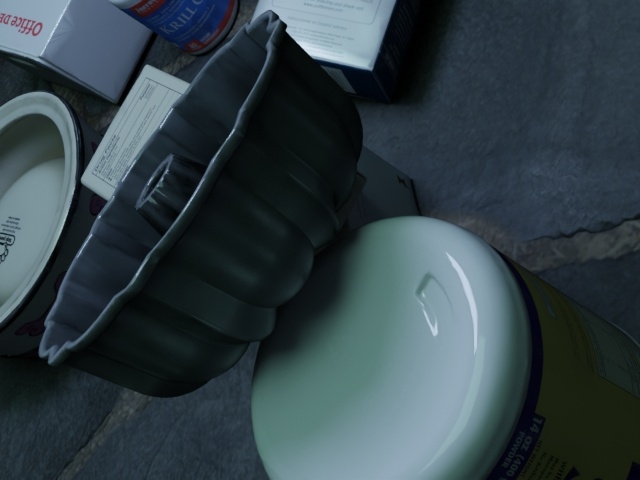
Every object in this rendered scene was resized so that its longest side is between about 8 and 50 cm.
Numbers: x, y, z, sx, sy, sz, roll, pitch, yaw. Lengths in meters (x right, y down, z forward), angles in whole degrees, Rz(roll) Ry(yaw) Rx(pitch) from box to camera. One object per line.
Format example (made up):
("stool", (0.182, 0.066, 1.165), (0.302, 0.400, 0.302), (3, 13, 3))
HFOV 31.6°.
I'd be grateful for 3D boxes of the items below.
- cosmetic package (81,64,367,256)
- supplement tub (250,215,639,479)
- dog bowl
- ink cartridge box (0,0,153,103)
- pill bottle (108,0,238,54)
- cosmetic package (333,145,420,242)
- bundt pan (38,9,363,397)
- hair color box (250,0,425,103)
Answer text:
("cosmetic package", (-0.112, -0.063, 1.189), (0.309, 0.113, 0.160), (31, 91, 49))
("supplement tub", (0.134, 0.144, 0.901), (0.241, 0.331, 0.241), (-23, 54, 35))
("dog bowl", (-0.432, -0.008, 1.674), (0.408, 0.150, 0.408), (-21, 56, 35))
("ink cartridge box", (-0.369, -0.446, 1.834), (0.285, 0.166, 0.395), (22, 84, 49))
("pill bottle", (-0.235, -0.369, 1.621), (0.124, 0.221, 0.124), (-22, 55, 36))
("cosmetic package", (0.000, 0.000, 1.243), (0.183, 0.151, 0.151), (-33, 49, 28))
("bundt pan", (-0.085, -0.014, 0.909), (0.331, 0.124, 0.331), (-47, 20, 23))
("hair color box", (0.051, -0.356, 1.381), (0.174, 0.105, 0.347), (15, 79, 20))
